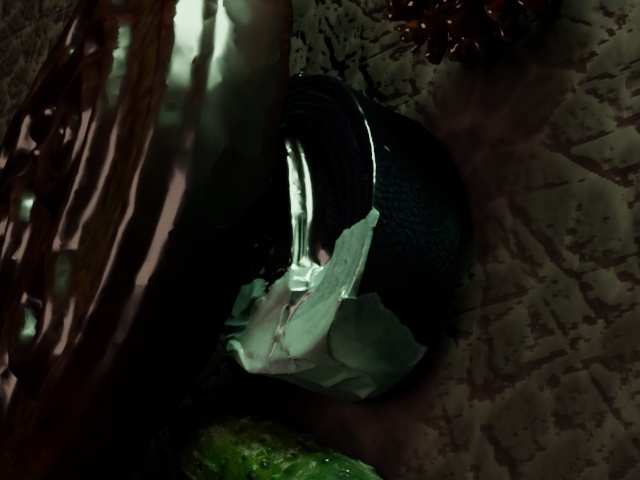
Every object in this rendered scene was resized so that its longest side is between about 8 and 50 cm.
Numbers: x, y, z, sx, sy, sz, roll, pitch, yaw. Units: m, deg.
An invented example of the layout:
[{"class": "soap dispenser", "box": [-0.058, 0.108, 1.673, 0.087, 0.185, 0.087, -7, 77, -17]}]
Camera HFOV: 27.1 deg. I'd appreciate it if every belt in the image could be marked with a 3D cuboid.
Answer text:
[{"class": "belt", "box": [0.000, 0.000, 0.735, 0.151, 0.078, 0.198, -45, 38, 27]}]

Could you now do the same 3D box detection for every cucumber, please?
[{"class": "cucumber", "box": [-0.024, 0.128, 0.705, 0.227, 0.069, 0.069, 20, 86, 55]}]

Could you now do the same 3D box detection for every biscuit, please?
[{"class": "biscuit", "box": [-0.152, -0.017, 0.848, 0.407, 0.091, 0.407, -43, 35, 41]}]

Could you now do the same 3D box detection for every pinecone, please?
[{"class": "pinecone", "box": [0.080, -0.147, 0.718, 0.109, 0.102, 0.102, -40, 43, 43]}]
